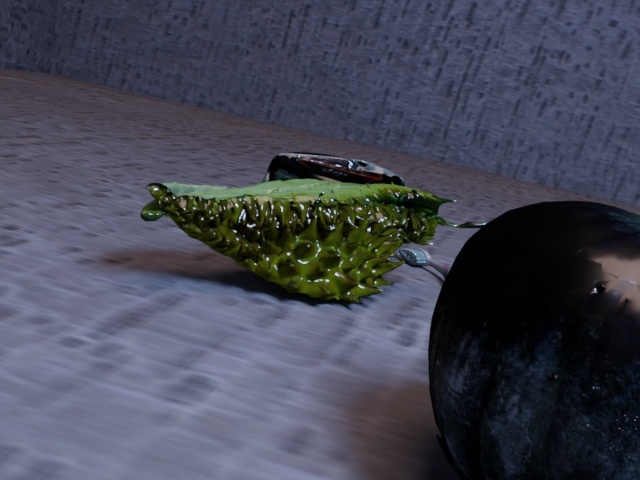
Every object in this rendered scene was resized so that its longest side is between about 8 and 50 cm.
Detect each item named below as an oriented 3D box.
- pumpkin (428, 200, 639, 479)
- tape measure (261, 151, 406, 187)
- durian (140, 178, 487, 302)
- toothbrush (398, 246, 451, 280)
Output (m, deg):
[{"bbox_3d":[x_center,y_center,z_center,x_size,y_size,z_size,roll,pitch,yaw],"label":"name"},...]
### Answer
[{"bbox_3d":[0.169,0.070,0.377,0.233,0.163,0.233,13,14,-3],"label":"pumpkin"},{"bbox_3d":[0.019,-0.049,0.906,0.182,0.107,0.181,16,16,18],"label":"tape measure"},{"bbox_3d":[0.003,-0.006,0.686,0.375,0.107,0.132,2,13,-35],"label":"durian"},{"bbox_3d":[0.157,0.049,0.793,0.027,0.021,0.269,-7,18,-21],"label":"toothbrush"}]
